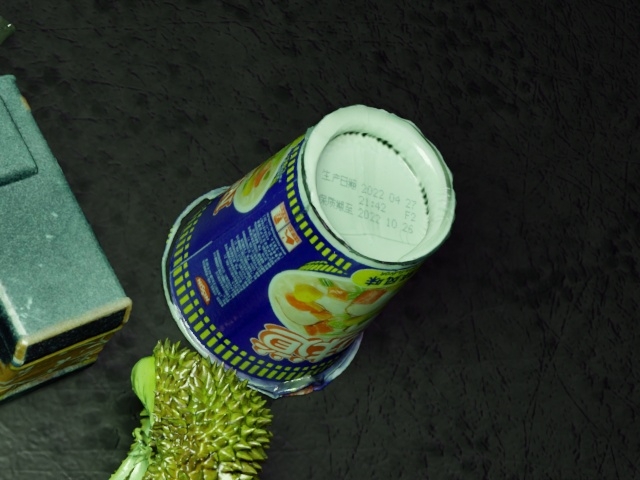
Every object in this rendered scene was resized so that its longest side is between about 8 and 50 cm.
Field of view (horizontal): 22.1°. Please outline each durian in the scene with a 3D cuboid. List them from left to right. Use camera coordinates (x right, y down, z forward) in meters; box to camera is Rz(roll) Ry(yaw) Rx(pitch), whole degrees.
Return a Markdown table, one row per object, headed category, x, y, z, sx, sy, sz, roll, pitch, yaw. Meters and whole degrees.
| category | x | y | z | sx | sy | sz | roll | pitch | yaw |
| --- | --- | --- | --- | --- | --- | --- | --- | --- | --- |
| durian | -0.145 | 0.234 | 1.774 | 0.176 | 0.200 | 0.237 | 16 | 47 | 5 |

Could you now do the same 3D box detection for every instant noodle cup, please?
| category | x | y | z | sx | sy | sz | roll | pitch | yaw |
| --- | --- | --- | --- | --- | --- | --- | --- | --- | --- |
| instant noodle cup | 0.000 | 0.000 | 1.902 | 0.284 | 0.312 | 0.284 | 12 | 62 | -23 |

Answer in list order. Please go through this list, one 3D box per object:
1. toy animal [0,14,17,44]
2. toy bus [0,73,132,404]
| category | x | y | z | sx | sy | sz | roll | pitch | yaw |
| --- | --- | --- | --- | --- | --- | --- | --- | --- | --- |
| toy animal | -0.438 | -0.237 | 1.837 | 0.146 | 0.245 | 0.114 | -41 | 60 | -2 |
| toy bus | -0.354 | -0.005 | 1.782 | 0.162 | 0.194 | 0.323 | -22 | 78 | -34 |
